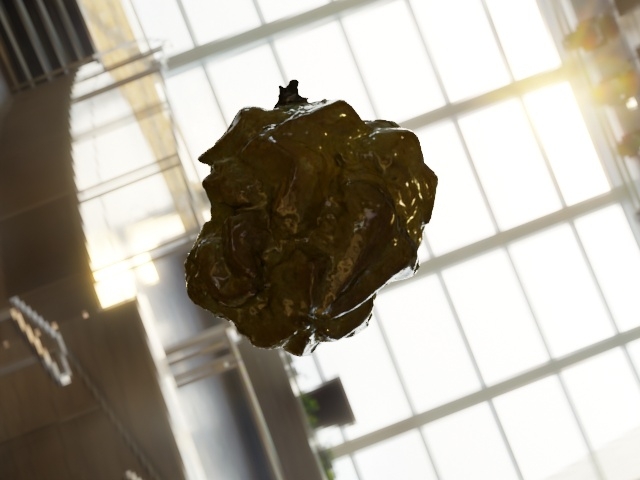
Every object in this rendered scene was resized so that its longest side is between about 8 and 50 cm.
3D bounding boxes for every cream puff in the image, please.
[{"bbox_3d":[0.000,0.001,0.635,0.156,0.121,0.156,4,85,-64],"label":"cream puff"}]
